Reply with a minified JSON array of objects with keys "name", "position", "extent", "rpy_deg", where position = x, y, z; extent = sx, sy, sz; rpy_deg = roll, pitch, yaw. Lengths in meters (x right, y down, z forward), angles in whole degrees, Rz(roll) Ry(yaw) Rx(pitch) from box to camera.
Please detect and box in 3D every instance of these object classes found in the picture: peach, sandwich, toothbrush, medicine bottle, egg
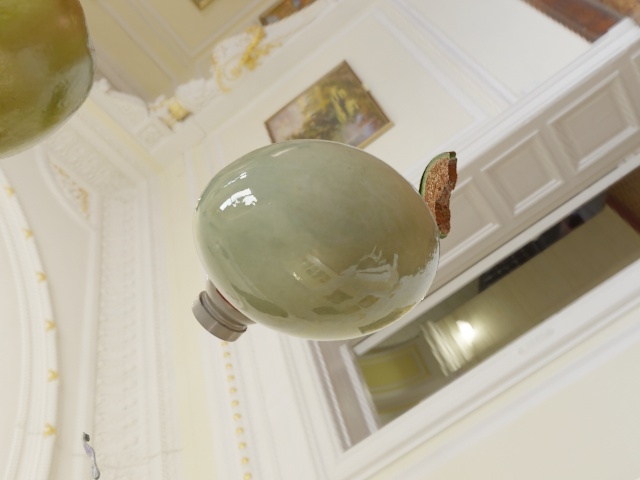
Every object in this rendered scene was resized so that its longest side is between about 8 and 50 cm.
[{"name":"peach","position":[-0.490,-0.265,0.989],"extent":[0.281,0.316,0.314],"rpy_deg":[55,151,-16]},{"name":"sandwich","position":[0.170,-0.071,0.971],"extent":[0.067,0.029,0.135],"rpy_deg":[-126,38,-48]},{"name":"toothbrush","position":[-0.284,0.264,0.837],"extent":[0.013,0.011,0.131],"rpy_deg":[31,174,-25]},{"name":"medicine bottle","position":[-0.109,0.054,1.188],"extent":[0.131,0.250,0.131],"rpy_deg":[38,-165,-12]},{"name":"egg","position":[0.000,0.000,0.639],"extent":[0.253,0.186,0.186],"rpy_deg":[12,-143,-37]}]
